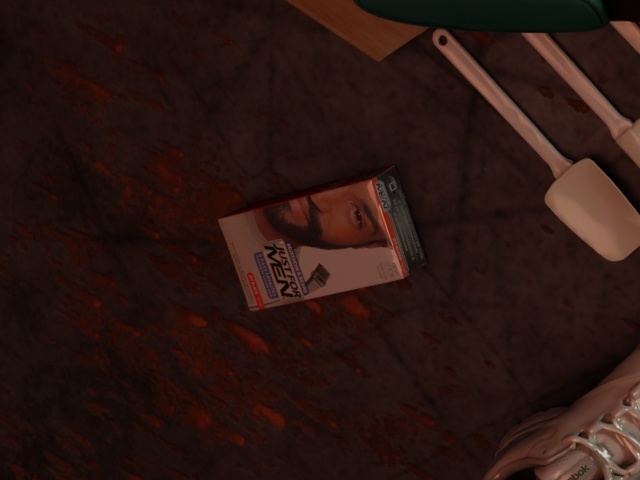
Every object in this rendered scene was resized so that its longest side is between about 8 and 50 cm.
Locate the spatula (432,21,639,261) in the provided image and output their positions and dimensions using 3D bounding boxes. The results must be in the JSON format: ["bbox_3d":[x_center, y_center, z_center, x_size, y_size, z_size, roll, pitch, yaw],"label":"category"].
[{"bbox_3d":[0.203,-0.117,1.067,0.242,0.019,0.168,48,125,7],"label":"spatula"}]

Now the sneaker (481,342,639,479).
[{"bbox_3d":[0.239,0.158,1.080,0.111,0.129,0.297,50,123,7],"label":"sneaker"}]

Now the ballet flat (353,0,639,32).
[{"bbox_3d":[0.217,-0.209,0.965,0.400,0.139,0.139,8,112,20],"label":"ballet flat"}]

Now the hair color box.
[{"bbox_3d":[0.000,0.000,1.206,0.167,0.053,0.093,-14,99,32],"label":"hair color box"}]

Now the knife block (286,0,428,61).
[{"bbox_3d":[-0.041,-0.252,1.023,0.088,0.242,0.276,-31,91,35],"label":"knife block"}]
